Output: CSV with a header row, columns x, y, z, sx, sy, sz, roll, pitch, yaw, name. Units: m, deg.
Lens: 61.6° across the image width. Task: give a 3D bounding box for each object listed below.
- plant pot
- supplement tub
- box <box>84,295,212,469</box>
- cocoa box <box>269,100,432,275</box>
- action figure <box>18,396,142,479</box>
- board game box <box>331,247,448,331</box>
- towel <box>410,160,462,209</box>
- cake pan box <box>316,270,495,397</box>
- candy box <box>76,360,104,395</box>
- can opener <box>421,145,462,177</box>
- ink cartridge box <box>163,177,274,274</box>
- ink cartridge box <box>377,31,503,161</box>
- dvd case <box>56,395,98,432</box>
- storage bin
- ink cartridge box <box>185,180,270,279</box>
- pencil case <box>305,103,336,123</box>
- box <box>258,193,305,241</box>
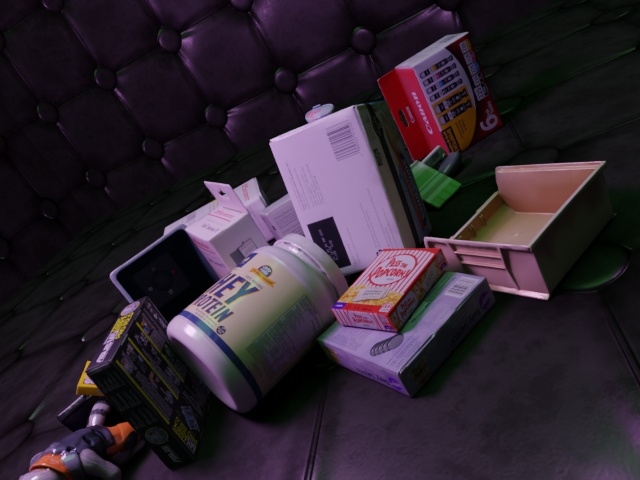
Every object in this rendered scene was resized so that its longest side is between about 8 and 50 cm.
x,y,z,sx,sy,sz,roll,pitch,yaw,name
-0.457,0.122,1.600,0.248,0.247,0.252,-39,14,-21,plant pot
-0.119,0.159,1.107,0.325,0.235,0.235,-42,25,-26,supplement tub
-0.322,0.275,1.063,0.060,0.270,0.216,-24,24,12,box
0.081,-0.121,1.256,0.232,0.346,0.228,-17,8,29,cocoa box
-0.505,0.426,1.070,0.342,0.178,0.330,-12,7,8,action figure
0.133,0.089,1.027,0.147,0.045,0.193,-3,34,48,board game box
0.287,-0.149,1.446,0.152,0.023,0.113,35,63,26,towel
0.159,0.148,1.018,0.267,0.070,0.246,-42,27,-26,cake pan box
-0.420,0.310,1.190,0.206,0.027,0.105,8,14,-15,candy box
0.296,-0.172,1.506,0.095,0.076,0.283,0,38,51,can opener
-0.345,-0.035,1.876,0.385,0.160,0.279,-30,23,1,ink cartridge box
0.366,-0.421,1.639,0.272,0.309,0.130,-33,23,-6,ink cartridge box
-0.504,0.356,1.300,0.253,0.022,0.180,-42,-13,-28,dvd case
0.382,-0.030,1.047,0.262,0.123,0.260,-41,26,-24,storage bin
-0.204,0.035,1.314,0.119,0.353,0.207,-38,24,-19,ink cartridge box
0.042,-0.356,1.949,0.114,0.273,0.124,-17,30,15,pencil case
-0.078,-0.083,1.673,0.182,0.119,0.181,-33,11,-9,box
